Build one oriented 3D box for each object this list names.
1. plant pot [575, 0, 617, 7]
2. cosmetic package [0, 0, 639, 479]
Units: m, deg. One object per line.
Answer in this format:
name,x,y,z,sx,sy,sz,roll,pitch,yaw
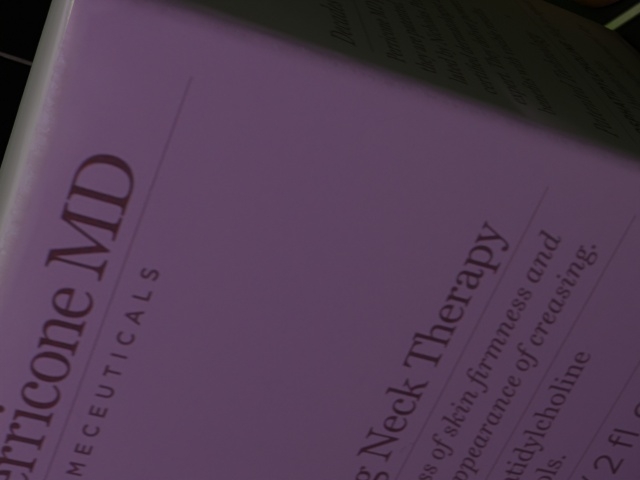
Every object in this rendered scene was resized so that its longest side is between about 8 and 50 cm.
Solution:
plant pot,0.160,-0.300,0.895,0.205,0.188,0.205,-163,90,-74
cosmetic package,0.000,0.000,0.757,0.327,0.394,0.329,-104,34,-60
